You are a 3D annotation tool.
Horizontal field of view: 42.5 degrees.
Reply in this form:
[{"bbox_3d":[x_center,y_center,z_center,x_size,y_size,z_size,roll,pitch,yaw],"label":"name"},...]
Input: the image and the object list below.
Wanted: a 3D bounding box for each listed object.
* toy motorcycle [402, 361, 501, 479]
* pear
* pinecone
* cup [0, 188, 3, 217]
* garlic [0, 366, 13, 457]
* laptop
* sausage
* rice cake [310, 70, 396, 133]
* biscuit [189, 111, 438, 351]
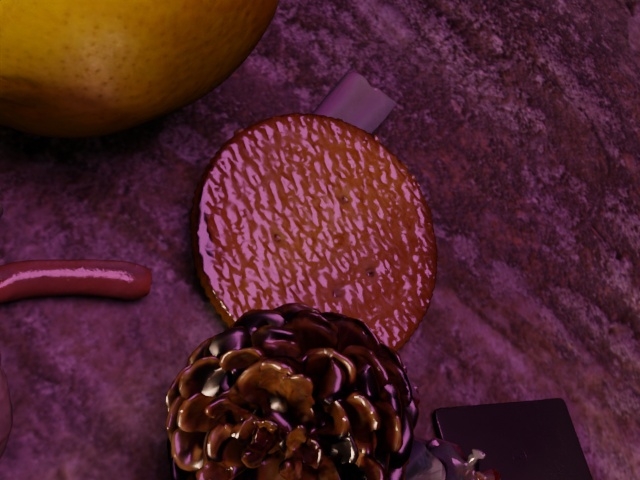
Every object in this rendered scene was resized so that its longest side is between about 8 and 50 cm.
[{"bbox_3d":[0.105,0.215,0.841,0.122,0.082,0.213,-19,68,-24],"label":"toy motorcycle"},{"bbox_3d":[-0.247,-0.274,0.779,0.418,0.362,0.363,11,58,-28],"label":"pear"},{"bbox_3d":[-0.027,0.160,0.716,0.224,0.272,0.224,-2,76,9],"label":"pinecone"},{"bbox_3d":[-0.364,-0.012,0.729,0.120,0.120,0.141,30,67,-9],"label":"cup"},{"bbox_3d":[-0.363,0.096,0.562,0.317,0.259,0.318,-5,101,-27],"label":"garlic"},{"bbox_3d":[0.222,0.249,0.934,0.197,0.016,0.135,3,60,-27],"label":"laptop"},{"bbox_3d":[-0.250,0.041,0.793,0.176,0.040,0.047,0,70,-27],"label":"sausage"},{"bbox_3d":[0.015,-0.132,1.027,0.080,0.042,0.222,40,53,-3],"label":"rice cake"},{"bbox_3d":[0.000,0.000,0.919,0.305,0.038,0.306,7,73,-24],"label":"biscuit"}]
